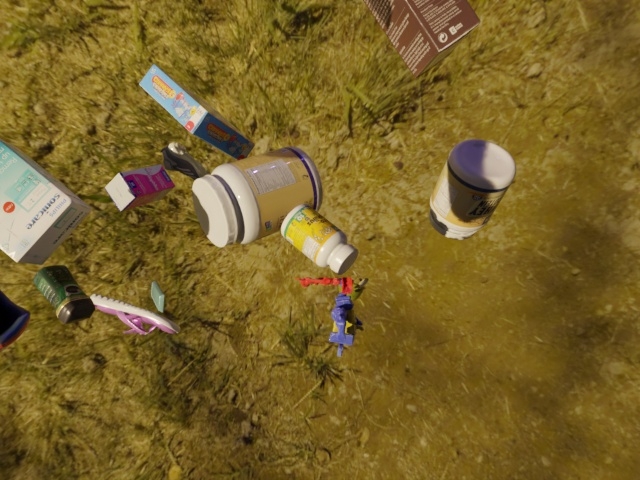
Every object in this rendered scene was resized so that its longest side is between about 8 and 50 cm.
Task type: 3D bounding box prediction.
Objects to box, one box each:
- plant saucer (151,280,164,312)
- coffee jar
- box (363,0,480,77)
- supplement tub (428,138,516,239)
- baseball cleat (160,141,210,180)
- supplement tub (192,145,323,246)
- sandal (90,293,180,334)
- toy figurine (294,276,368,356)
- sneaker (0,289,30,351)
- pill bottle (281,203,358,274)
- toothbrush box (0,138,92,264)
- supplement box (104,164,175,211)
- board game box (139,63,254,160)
[{"bbox_3d":[-0.600,0.203,1.652,0.018,0.192,0.067,3,99,-28],"label":"plant saucer"},{"bbox_3d":[-0.747,0.159,1.314,0.184,0.096,0.079,44,110,19],"label":"coffee jar"},{"bbox_3d":[0.215,-0.635,1.145,0.143,0.191,0.381,-37,94,-5],"label":"box"},{"bbox_3d":[0.526,-0.174,1.604,0.228,0.316,0.228,4,51,-5],"label":"supplement tub"},{"bbox_3d":[-0.488,-0.263,1.625,0.109,0.072,0.206,-23,125,20],"label":"baseball cleat"},{"bbox_3d":[-0.184,-0.131,1.341,0.331,0.241,0.241,-24,94,-33],"label":"supplement tub"},{"bbox_3d":[-0.699,0.302,1.681,0.416,0.169,0.102,12,69,25],"label":"sandal"},{"bbox_3d":[0.039,0.215,1.277,0.191,0.362,0.217,0,83,5],"label":"toy figurine"},{"bbox_3d":[-0.421,-0.008,0.413,0.148,0.131,0.350,-12,131,19],"label":"sneaker"},{"bbox_3d":[0.000,0.000,1.254,0.208,0.117,0.118,39,90,22],"label":"pill bottle"},{"bbox_3d":[-0.832,-0.106,1.233,0.295,0.126,0.216,40,83,1],"label":"toothbrush box"},{"bbox_3d":[-0.697,-0.208,1.752,0.114,0.220,0.111,-33,92,29],"label":"supplement box"},{"bbox_3d":[-0.420,-0.434,1.567,0.308,0.302,0.086,42,97,21],"label":"board game box"}]
